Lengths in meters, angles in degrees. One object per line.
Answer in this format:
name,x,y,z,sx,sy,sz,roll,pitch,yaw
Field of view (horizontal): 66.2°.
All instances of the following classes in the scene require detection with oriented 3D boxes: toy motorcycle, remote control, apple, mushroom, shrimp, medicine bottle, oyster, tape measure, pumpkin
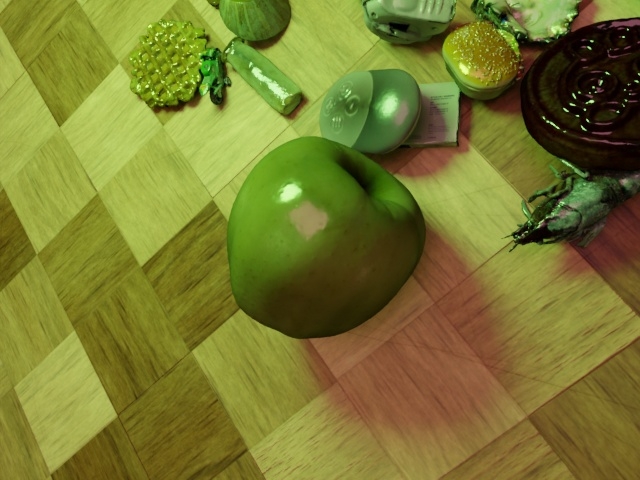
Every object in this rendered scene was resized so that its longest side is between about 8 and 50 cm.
toy motorcycle,-0.334,-0.522,1.527,0.074,0.106,0.190,-4,80,21
remote control,0.121,-0.338,1.291,0.332,0.103,0.221,14,94,44
apple,0.000,0.000,1.146,0.473,0.473,0.474,-3,81,21
mushroom,-0.181,-0.500,1.483,0.312,0.081,0.100,44,100,16
shrimp,0.591,-0.100,1.090,0.410,0.166,0.221,-29,99,20
medicine bottle,0.269,-0.331,1.297,0.201,0.052,0.171,2,83,22
oyster,0.506,-0.585,1.226,0.259,0.092,0.198,12,85,16
tape measure,0.215,-0.586,1.278,0.236,0.197,0.120,11,91,2
pumpkin,-0.201,-0.720,1.465,0.217,0.110,0.218,0,78,0

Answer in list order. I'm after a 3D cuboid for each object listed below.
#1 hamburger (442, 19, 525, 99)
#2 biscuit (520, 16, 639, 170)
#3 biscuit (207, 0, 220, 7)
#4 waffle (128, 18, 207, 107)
hamburger,0.400,-0.449,1.212,0.172,0.116,0.210,-18,68,-10
biscuit,0.648,-0.334,1.061,0.407,0.091,0.408,-11,56,17
biscuit,-0.256,-0.876,1.580,0.301,0.049,0.197,-43,71,10
waffle,-0.507,-0.581,1.621,0.324,0.068,0.302,11,88,27
